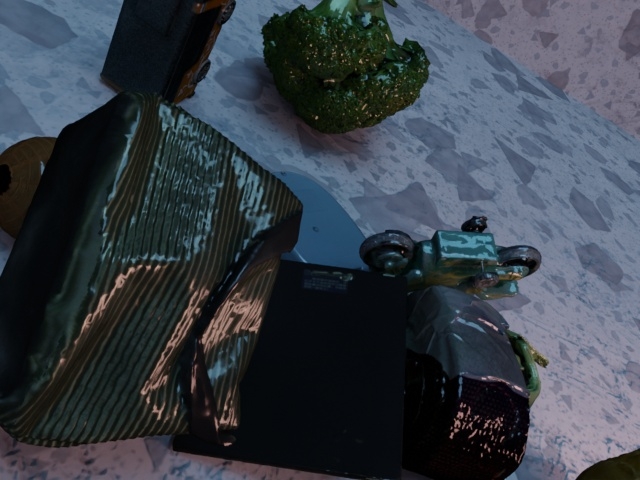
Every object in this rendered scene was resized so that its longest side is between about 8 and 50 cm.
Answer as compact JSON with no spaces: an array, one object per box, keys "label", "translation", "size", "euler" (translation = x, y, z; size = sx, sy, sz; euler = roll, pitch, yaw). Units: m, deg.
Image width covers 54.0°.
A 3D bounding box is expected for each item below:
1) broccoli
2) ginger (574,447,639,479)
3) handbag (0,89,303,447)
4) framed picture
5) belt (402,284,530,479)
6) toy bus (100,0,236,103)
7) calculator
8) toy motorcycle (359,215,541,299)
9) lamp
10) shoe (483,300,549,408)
[{"label":"broccoli","translation":[0.045,-0.375,1.292],"size":[0.413,0.321,0.310],"euler":[-4,81,-44]},{"label":"ginger","translation":[0.358,0.398,0.740],"size":[0.166,0.236,0.375],"euler":[47,39,-11]},{"label":"handbag","translation":[-0.180,0.042,0.645],"size":[0.240,0.247,0.340],"euler":[27,69,-32]},{"label":"framed picture","translation":[-0.017,0.143,0.814],"size":[0.255,0.014,0.338],"euler":[7,39,4]},{"label":"belt","translation":[0.166,0.185,0.865],"size":[0.164,0.184,0.289],"euler":[20,37,-13]},{"label":"toy bus","translation":[-0.249,-0.362,1.051],"size":[0.138,0.275,0.167],"euler":[36,38,-1]},{"label":"calculator","translation":[0.000,0.000,1.049],"size":[0.188,0.042,0.302],"euler":[-10,56,-45]},{"label":"toy motorcycle","translation":[0.197,0.054,1.007],"size":[0.296,0.198,0.109],"euler":[3,58,-8]},{"label":"lamp","translation":[-0.335,-0.059,0.768],"size":[0.136,0.136,0.136],"euler":[22,39,-19]},{"label":"shoe","translation":[0.282,0.194,1.015],"size":[0.140,0.128,0.262],"euler":[38,37,-22]}]
